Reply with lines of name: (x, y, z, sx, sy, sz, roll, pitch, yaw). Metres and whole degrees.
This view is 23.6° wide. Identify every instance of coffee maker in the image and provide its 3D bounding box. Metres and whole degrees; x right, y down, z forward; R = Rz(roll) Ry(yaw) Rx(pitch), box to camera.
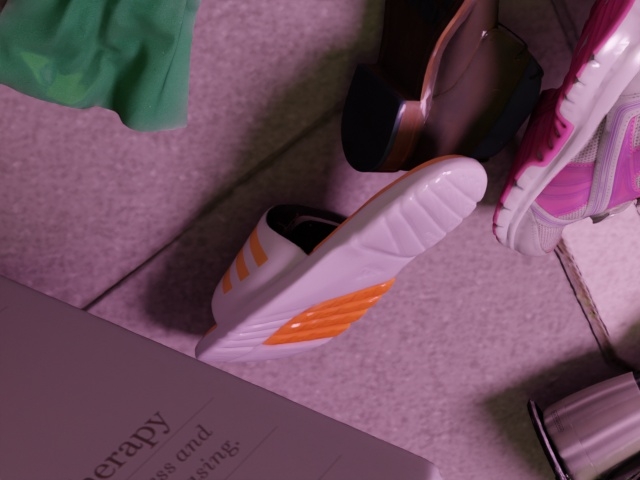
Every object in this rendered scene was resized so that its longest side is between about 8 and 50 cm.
coffee maker: (0.275, 0.149, 1.195, 0.178, 0.120, 0.171, -30, 149, 11)

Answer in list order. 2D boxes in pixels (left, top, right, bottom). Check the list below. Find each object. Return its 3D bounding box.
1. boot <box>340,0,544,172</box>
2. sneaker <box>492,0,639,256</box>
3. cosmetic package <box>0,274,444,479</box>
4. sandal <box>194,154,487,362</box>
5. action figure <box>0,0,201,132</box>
boot: (0.098, -0.138, 0.975, 0.106, 0.082, 0.219, 2, 128, -35)
sneaker: (0.188, -0.056, 0.970, 0.111, 0.103, 0.252, 24, 150, 0)
cosmetic package: (-0.156, 0.281, 0.945, 0.329, 0.394, 0.327, -43, 138, -35)
sandal: (0.008, 0.000, 1.035, 0.102, 0.076, 0.265, 4, 145, -45)
action figure: (-0.109, -0.175, 0.887, 0.137, 0.063, 0.232, 10, 132, -21)
